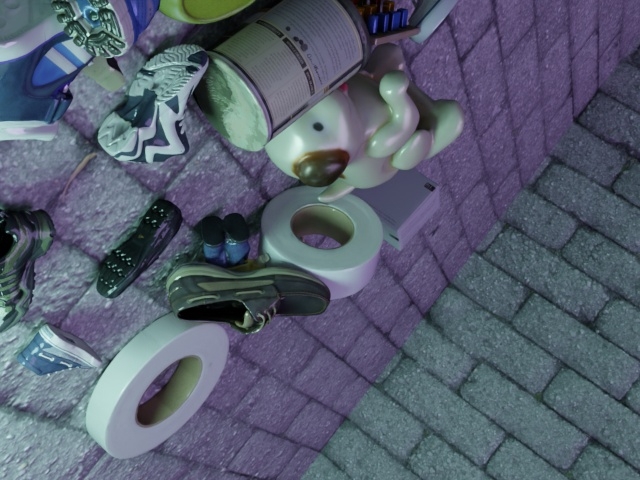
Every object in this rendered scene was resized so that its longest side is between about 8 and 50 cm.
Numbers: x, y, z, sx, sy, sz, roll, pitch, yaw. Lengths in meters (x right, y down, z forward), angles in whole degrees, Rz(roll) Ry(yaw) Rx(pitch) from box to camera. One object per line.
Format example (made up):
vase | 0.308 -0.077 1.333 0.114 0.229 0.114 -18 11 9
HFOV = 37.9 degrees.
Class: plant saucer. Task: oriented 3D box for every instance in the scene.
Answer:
plant saucer | -0.151 -0.422 1.488 0.241 0.037 0.241 -30 165 -9

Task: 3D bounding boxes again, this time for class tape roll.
tape roll | -0.369 0.331 2.164 0.392 0.072 0.392 -42 154 -27
tape roll | 0.000 0.000 2.144 0.286 0.286 0.100 -36 149 -36

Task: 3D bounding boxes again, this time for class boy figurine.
boy figurine | -0.201 0.062 2.065 0.177 0.092 0.285 -10 144 -10

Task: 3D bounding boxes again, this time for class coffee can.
coffee can | -0.073 -0.319 1.681 0.275 0.201 0.201 -42 153 -26

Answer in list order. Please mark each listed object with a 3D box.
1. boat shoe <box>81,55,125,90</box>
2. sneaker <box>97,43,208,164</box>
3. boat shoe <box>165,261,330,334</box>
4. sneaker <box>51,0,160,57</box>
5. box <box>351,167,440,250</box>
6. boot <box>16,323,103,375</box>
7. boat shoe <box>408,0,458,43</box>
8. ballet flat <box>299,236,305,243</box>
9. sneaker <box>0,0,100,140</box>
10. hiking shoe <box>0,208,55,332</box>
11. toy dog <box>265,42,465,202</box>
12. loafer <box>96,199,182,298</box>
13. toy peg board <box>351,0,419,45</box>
boat shoe | -0.346 -0.278 1.431 0.049 0.042 0.133 -33 156 3
sneaker | -0.259 -0.221 1.602 0.235 0.094 0.153 -54 158 0
boat shoe | -0.153 0.139 1.988 0.355 0.130 0.132 3 141 -11
sneaker | -0.304 -0.401 1.159 0.147 0.130 0.330 -54 132 -43
box | 0.198 -0.105 2.497 0.182 0.181 0.119 -47 155 -16
boot | -0.502 0.225 1.796 0.086 0.069 0.190 -45 148 -3
boat shoe | 0.244 -0.595 1.980 0.367 0.156 0.136 -60 -168 -16
ballet flat | -0.097 0.063 2.334 0.073 0.080 0.232 -70 -175 -63
sneaker | -0.374 -0.261 1.319 0.323 0.130 0.236 -41 163 -38
hiking shoe | -0.521 0.047 1.511 0.114 0.086 0.227 8 110 -49
toy dog | 0.037 -0.246 1.967 0.395 0.284 0.408 -43 163 30
loafer | -0.342 0.024 1.795 0.223 0.076 0.078 -54 149 -11
toy peg board | 0.093 -0.457 1.877 0.161 0.160 0.079 -27 129 -47
